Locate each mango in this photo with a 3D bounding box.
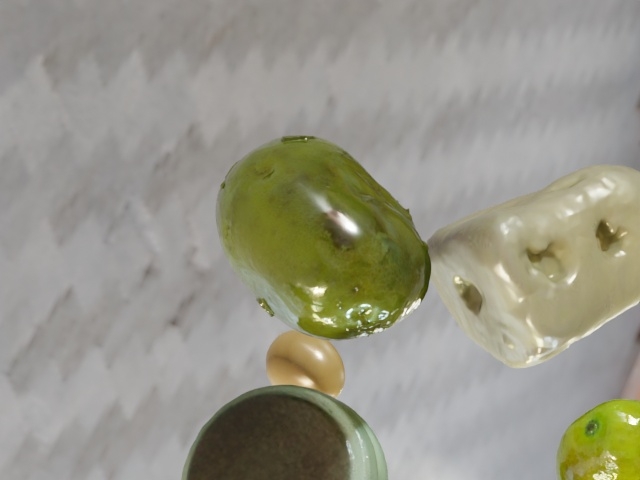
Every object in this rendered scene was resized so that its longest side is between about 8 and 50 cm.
[{"bbox_3d":[0.272,0.214,1.676,0.089,0.117,0.163,-99,-171,-48],"label":"mango"}]

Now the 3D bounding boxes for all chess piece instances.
[{"bbox_3d":[0.000,0.272,1.773,0.195,0.194,0.299,-61,153,-13],"label":"chess piece"}]

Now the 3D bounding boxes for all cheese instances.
[{"bbox_3d":[0.236,0.028,1.950,0.251,0.174,0.248,-30,-177,-27],"label":"cheese"}]

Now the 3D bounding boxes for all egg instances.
[{"bbox_3d":[-0.014,0.141,2.006,0.080,0.096,0.080,-13,113,-33],"label":"egg"}]

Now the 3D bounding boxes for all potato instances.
[{"bbox_3d":[0.000,0.000,1.655,0.186,0.253,0.148,38,104,-27],"label":"potato"}]
